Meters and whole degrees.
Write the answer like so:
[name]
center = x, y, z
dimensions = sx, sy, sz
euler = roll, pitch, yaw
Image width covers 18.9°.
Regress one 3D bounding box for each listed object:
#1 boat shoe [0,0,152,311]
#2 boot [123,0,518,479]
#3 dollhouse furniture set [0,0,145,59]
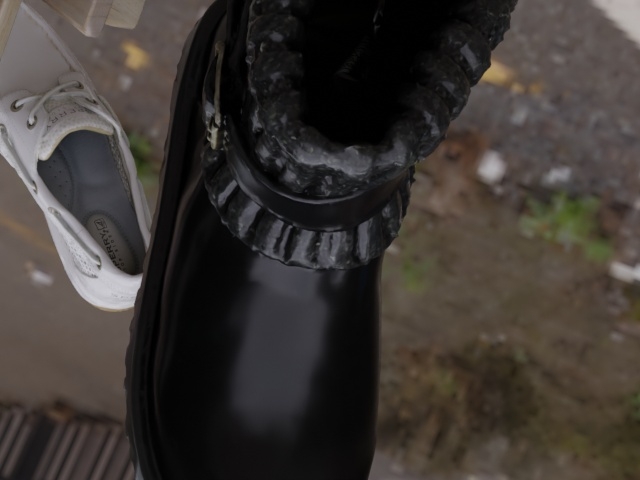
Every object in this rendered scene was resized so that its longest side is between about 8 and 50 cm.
[boat shoe]
center = -0.195, -0.081, 1.480
dimensions = 0.277, 0.098, 0.096
euler = 59, 160, 4
[boot]
center = -0.004, -0.001, 0.929
dimensions = 0.131, 0.348, 0.260
euler = 2, 170, -19
[dollhouse furniture set]
center = -0.291, -0.084, 1.016
dimensions = 0.173, 0.303, 0.355
euler = 6, -159, -43
